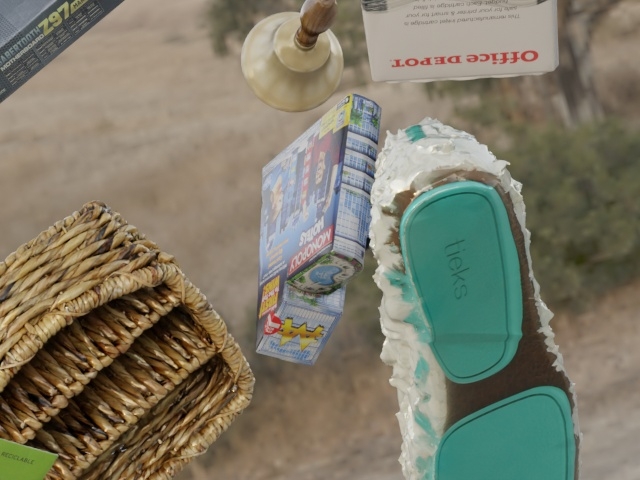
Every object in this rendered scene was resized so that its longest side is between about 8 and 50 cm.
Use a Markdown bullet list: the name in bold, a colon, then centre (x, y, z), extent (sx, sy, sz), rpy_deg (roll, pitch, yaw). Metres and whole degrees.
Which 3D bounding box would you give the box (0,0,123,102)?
- **box**: centre (-0.302, -0.231, 1.679), extent (0.232, 0.059, 0.183), rpy_deg (-41, 48, -8)

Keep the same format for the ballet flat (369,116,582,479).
- **ballet flat**: centre (0.113, 0.085, 1.338), extent (0.147, 0.409, 0.147), rpy_deg (-7, 31, 4)

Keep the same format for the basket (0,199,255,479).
- **basket**: centre (-0.234, 0.139, 1.678), extent (0.299, 0.223, 0.213), rpy_deg (-41, -19, -16)

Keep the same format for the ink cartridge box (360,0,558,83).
- **ink cartridge box**: centre (0.119, -0.258, 1.544), extent (0.172, 0.100, 0.237), rpy_deg (-3, -41, 7)

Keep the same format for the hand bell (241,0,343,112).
- **hand bell**: centre (-0.012, -0.236, 2.013), extent (0.126, 0.126, 0.242), rpy_deg (-16, -7, -13)

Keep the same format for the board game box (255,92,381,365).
- **board game box**: centre (0.000, 0.000, 1.520), extent (0.060, 0.194, 0.194), rpy_deg (15, -22, -20)

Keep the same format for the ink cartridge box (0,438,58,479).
- **ink cartridge box**: centre (-0.321, 0.269, 1.345), extent (0.188, 0.255, 0.097), rpy_deg (23, 13, -38)
